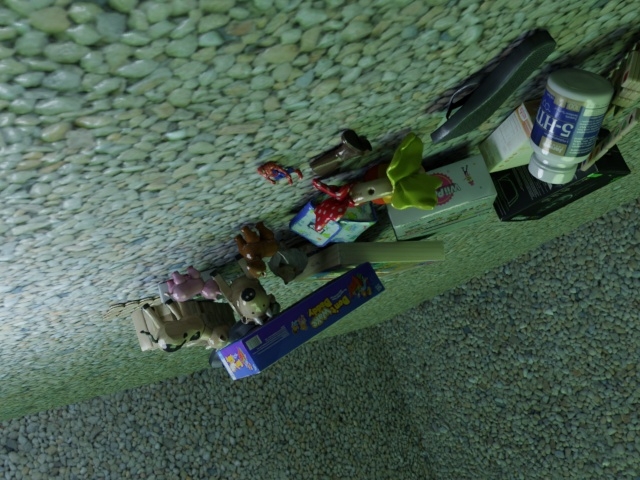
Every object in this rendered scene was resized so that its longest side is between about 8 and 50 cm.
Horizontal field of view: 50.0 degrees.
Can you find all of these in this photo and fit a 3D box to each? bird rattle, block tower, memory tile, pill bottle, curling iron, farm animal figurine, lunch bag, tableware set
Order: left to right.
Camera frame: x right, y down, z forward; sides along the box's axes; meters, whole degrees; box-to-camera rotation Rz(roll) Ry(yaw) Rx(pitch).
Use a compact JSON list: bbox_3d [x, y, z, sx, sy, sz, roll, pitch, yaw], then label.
[{"bbox_3d":[-0.468,0.169,1.728,0.148,0.012,0.113,-10,163,-32],"label":"memory tile"},{"bbox_3d":[-0.309,0.203,1.653,0.091,0.097,0.335,-22,169,17],"label":"block tower"},{"bbox_3d":[-0.183,0.132,1.490,0.330,0.172,0.327,-39,164,8],"label":"farm animal figurine"},{"bbox_3d":[0.000,0.000,1.683,0.194,0.039,0.128,-26,165,22],"label":"tableware set"},{"bbox_3d":[0.023,-0.050,1.436,0.151,0.096,0.129,3,158,-23],"label":"lunch bag"},{"bbox_3d":[0.061,0.025,1.875,0.068,0.035,0.274,-35,161,28],"label":"curling iron"},{"bbox_3d":[0.109,-0.095,1.316,0.254,0.143,0.207,-23,-179,23],"label":"bird rattle"},{"bbox_3d":[0.439,-0.201,1.228,0.112,0.112,0.186,-14,132,-23],"label":"pill bottle"}]

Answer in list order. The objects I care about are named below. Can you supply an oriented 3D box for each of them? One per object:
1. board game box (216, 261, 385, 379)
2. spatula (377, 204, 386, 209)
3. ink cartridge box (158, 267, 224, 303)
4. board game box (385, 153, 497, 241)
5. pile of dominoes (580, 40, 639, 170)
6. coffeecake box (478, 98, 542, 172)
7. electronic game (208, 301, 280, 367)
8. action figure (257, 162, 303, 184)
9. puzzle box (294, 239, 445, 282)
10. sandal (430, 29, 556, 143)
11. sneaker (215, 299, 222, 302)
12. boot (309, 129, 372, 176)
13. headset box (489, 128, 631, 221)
[{"bbox_3d":[-0.048,0.184,1.563,0.347,0.078,0.233,-30,178,-25],"label":"board game box"},{"bbox_3d":[0.272,-0.124,1.638,0.242,0.019,0.168,-13,164,-25],"label":"spatula"},{"bbox_3d":[-0.300,0.121,1.677,0.180,0.060,0.104,-16,166,-16],"label":"ink cartridge box"},{"bbox_3d":[0.263,-0.080,1.546,0.224,0.097,0.303,-18,170,5],"label":"board game box"},{"bbox_3d":[0.521,-0.257,1.229,0.040,0.196,0.251,17,166,4],"label":"pile of dominoes"},{"bbox_3d":[0.434,-0.219,1.400,0.142,0.068,0.185,-14,165,-20],"label":"coffeecake box"},{"bbox_3d":[-0.188,0.237,1.725,0.229,0.048,0.229,-41,164,-14],"label":"electronic game"},{"bbox_3d":[-0.073,-0.114,1.178,0.038,0.030,0.115,-22,165,28],"label":"action figure"},{"bbox_3d":[0.111,0.058,1.775,0.272,0.052,0.409,-2,171,-17],"label":"puzzle box"},{"bbox_3d":[0.273,-0.250,1.118,0.097,0.054,0.254,-16,158,-48],"label":"sandal"},{"bbox_3d":[-0.284,0.145,1.859,0.044,0.040,0.109,0,158,-12],"label":"sneaker"},{"bbox_3d":[0.021,-0.146,1.178,0.114,0.037,0.106,-21,165,24],"label":"boot"},{"bbox_3d":[0.587,-0.166,1.686,0.283,0.131,0.246,-32,163,37],"label":"headset box"}]
